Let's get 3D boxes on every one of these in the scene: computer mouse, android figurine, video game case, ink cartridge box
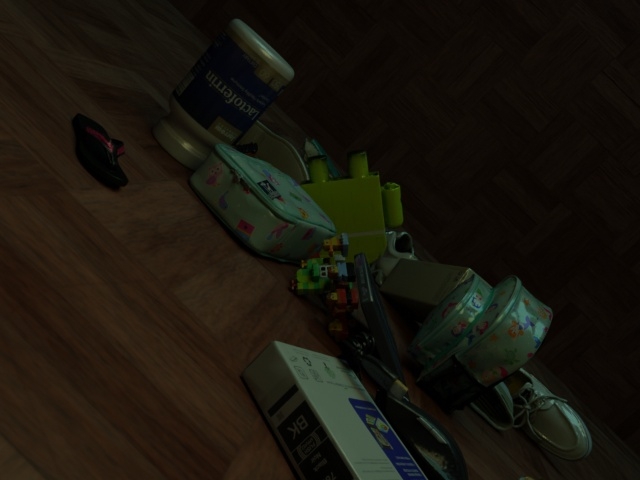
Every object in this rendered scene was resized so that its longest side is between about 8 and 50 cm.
[{"bbox_3d":[0.118,0.222,0.794,0.262,0.060,0.184,49,-18,23],"label":"computer mouse"},{"bbox_3d":[0.052,-0.051,1.315,0.056,0.248,0.273,-81,162,-70],"label":"android figurine"},{"bbox_3d":[0.105,0.148,1.090,0.274,0.026,0.196,-83,154,-75],"label":"video game case"},{"bbox_3d":[0.055,0.255,0.645,0.165,0.065,0.333,31,16,-52],"label":"ink cartridge box"}]

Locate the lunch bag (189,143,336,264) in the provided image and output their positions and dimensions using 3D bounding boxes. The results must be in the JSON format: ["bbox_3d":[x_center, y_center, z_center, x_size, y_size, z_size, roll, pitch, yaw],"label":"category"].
[{"bbox_3d":[-0.102,-0.070,1.149,0.224,0.108,0.279,49,12,22],"label":"lunch bag"}]

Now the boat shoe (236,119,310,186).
[{"bbox_3d":[-0.119,-0.219,1.622,0.324,0.117,0.096,44,13,30],"label":"boat shoe"}]

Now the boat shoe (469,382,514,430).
[{"bbox_3d":[0.333,0.299,1.359,0.302,0.109,0.094,43,15,-17],"label":"boat shoe"}]

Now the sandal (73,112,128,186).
[{"bbox_3d":[-0.304,-0.137,0.858,0.067,0.040,0.179,32,16,-46],"label":"sandal"}]

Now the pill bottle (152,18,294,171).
[{"bbox_3d":[-0.187,-0.265,1.161,0.153,0.265,0.153,41,13,-11],"label":"pill bottle"}]

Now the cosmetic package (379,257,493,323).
[{"bbox_3d":[0.290,0.139,1.479,0.160,0.113,0.309,39,-10,-19],"label":"cosmetic package"}]

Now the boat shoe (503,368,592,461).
[{"bbox_3d":[0.520,0.399,1.559,0.367,0.136,0.156,51,14,30],"label":"boat shoe"}]

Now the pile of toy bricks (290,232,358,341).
[{"bbox_3d":[0.001,0.071,1.058,0.212,0.105,0.118,-96,-174,-48],"label":"pile of toy bricks"}]

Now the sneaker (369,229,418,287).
[{"bbox_3d":[0.197,0.025,1.769,0.122,0.146,0.330,37,12,-26],"label":"sneaker"}]

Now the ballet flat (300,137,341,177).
[{"bbox_3d":[0.020,-0.142,1.759,0.147,0.147,0.409,51,6,30],"label":"ballet flat"}]

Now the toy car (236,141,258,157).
[{"bbox_3d":[-0.203,-0.253,1.602,0.122,0.060,0.041,59,-14,32],"label":"toy car"}]

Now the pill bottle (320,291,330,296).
[{"bbox_3d":[0.021,0.095,1.152,0.083,0.043,0.043,49,12,25],"label":"pill bottle"}]

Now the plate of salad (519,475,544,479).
[{"bbox_3d":[0.440,0.508,1.117,0.200,0.048,0.200,42,11,-10],"label":"plate of salad"}]

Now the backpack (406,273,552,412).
[{"bbox_3d":[0.306,0.180,1.176,0.191,0.253,0.225,48,41,0],"label":"backpack"}]
